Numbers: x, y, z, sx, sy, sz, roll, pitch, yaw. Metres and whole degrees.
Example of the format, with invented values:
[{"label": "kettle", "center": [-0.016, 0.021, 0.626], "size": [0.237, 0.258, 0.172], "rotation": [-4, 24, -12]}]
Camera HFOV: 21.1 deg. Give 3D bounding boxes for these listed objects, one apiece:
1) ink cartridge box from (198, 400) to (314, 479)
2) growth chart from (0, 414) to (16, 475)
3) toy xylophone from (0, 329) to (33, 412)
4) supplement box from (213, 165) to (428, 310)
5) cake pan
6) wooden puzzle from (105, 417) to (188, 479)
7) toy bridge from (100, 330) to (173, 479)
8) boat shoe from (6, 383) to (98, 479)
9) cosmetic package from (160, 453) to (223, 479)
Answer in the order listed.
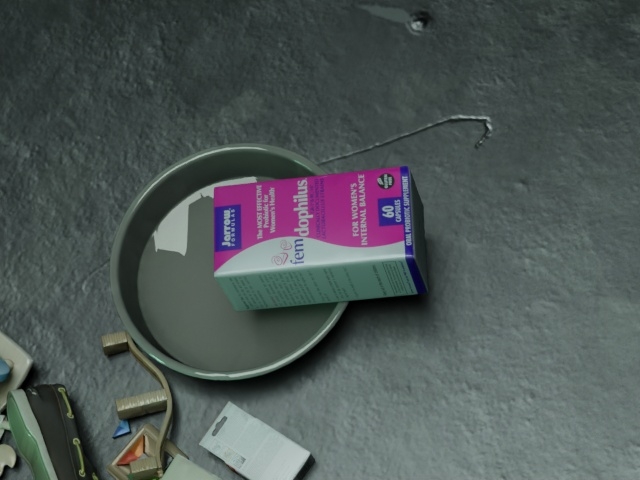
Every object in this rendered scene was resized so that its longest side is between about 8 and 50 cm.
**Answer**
[{"label": "ink cartridge box", "center": [-0.071, 0.234, 1.894], "size": [0.115, 0.029, 0.063], "rotation": [31, 76, 22]}, {"label": "growth chart", "center": [-0.448, 0.289, 1.945], "size": [0.172, 0.021, 0.237], "rotation": [20, 72, 17]}, {"label": "toy xylophone", "center": [-0.492, 0.140, 1.892], "size": [0.236, 0.322, 0.081], "rotation": [30, 111, 22]}, {"label": "supplement box", "center": [0.000, 0.000, 1.877], "size": [0.220, 0.114, 0.111], "rotation": [-7, 67, 9]}, {"label": "cake pan", "center": [-0.095, 0.029, 1.973], "size": [0.293, 0.054, 0.293], "rotation": [-4, 67, 9]}, {"label": "wooden puzzle", "center": [-0.194, 0.250, 1.918], "size": [0.116, 0.014, 0.078], "rotation": [31, 75, 21]}, {"label": "toy bridge", "center": [-0.199, 0.185, 1.931], "size": [0.063, 0.026, 0.188], "rotation": [-13, 58, -9]}, {"label": "boat shoe", "center": [-0.280, 0.259, 1.894], "size": [0.068, 0.081, 0.228], "rotation": [-12, 64, -27]}, {"label": "cosmetic package", "center": [-0.163, 0.390, 1.778], "size": [0.129, 0.153, 0.296], "rotation": [28, 73, 19]}]
